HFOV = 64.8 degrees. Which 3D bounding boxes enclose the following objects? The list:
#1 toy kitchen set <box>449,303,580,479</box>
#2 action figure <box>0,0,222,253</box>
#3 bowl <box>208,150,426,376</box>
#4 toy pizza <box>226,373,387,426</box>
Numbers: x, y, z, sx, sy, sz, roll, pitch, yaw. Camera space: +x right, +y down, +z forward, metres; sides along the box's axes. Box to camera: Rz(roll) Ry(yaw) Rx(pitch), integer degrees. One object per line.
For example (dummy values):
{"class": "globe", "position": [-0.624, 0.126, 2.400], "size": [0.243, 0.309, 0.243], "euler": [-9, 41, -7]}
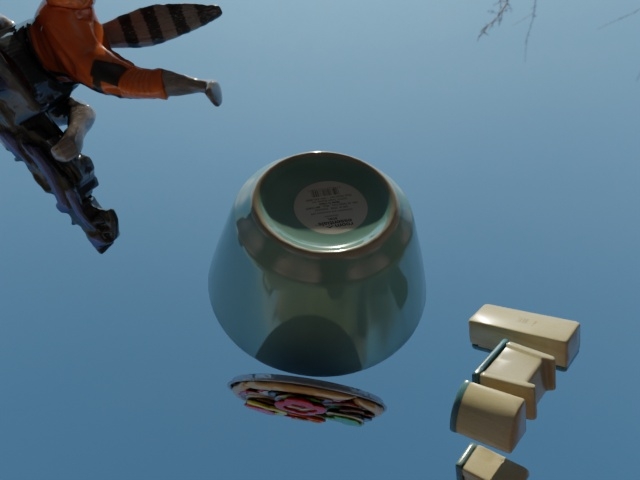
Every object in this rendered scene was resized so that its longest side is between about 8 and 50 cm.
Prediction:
{"class": "toy kitchen set", "position": [0.213, 0.202, 0.603], "size": [0.207, 0.122, 0.165], "euler": [-27, -64, -41]}
{"class": "action figure", "position": [-0.271, -0.170, 0.585], "size": [0.331, 0.178, 0.341], "euler": [-13, -61, 15]}
{"class": "bowl", "position": [0.000, 0.000, 0.662], "size": [0.312, 0.163, 0.311], "euler": [2, -130, -2]}
{"class": "toy pizza", "position": [-0.019, 0.206, 0.628], "size": [0.202, 0.201, 0.032], "euler": [11, -117, -4]}
